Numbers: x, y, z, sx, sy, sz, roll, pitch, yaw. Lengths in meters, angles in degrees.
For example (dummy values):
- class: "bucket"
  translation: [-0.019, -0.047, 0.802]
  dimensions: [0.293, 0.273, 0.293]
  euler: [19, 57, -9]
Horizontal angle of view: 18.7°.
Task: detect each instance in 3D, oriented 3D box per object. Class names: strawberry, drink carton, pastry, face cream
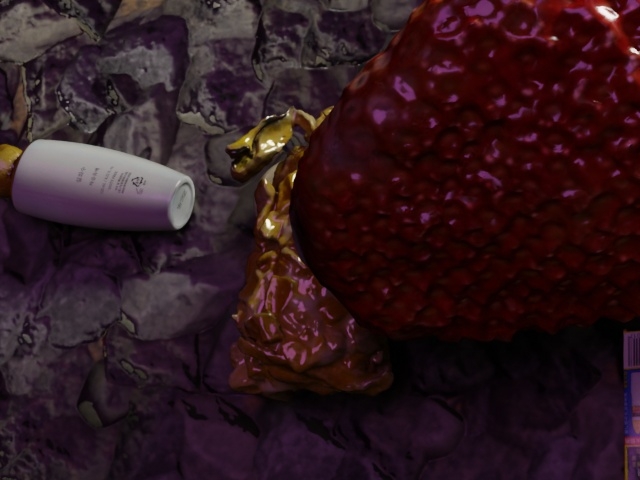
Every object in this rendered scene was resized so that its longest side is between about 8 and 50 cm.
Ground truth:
- class: "strawberry"
  translation: [0.140, -0.074, 1.369]
  dimensions: [0.351, 0.312, 0.267]
  euler: [-23, 39, -1]
- class: "drink carton"
  translation: [0.240, 0.149, 1.360]
  dimensions: [0.056, 0.071, 0.165]
  euler: [-6, 61, 21]
- class: "pastry"
  translation: [0.000, 0.000, 1.496]
  dimensions: [0.154, 0.102, 0.250]
  euler: [6, 71, 7]
- class: "face cream"
  translation: [-0.194, -0.045, 1.631]
  dimensions: [0.182, 0.051, 0.072]
  euler: [10, 69, 23]

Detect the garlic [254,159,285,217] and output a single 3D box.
- class: "garlic"
  translation: [-0.024, -0.038, 1.574]
  dimensions: [0.083, 0.041, 0.053]
  euler: [-42, 63, -14]
